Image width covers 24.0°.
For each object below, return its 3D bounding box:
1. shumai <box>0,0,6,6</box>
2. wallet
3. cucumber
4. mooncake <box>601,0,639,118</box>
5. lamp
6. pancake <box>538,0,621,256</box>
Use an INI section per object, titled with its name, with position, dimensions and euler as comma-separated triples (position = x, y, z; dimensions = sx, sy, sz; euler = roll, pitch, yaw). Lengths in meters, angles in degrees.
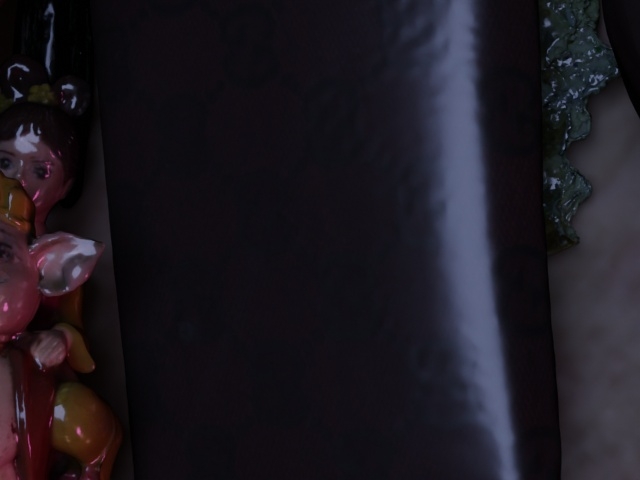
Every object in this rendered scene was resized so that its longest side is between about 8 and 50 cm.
[shumai]
position = -0.200, -0.078, 0.563
dimensions = 0.189, 0.256, 0.218
euler = 10, 108, -9
[wallet]
position = 0.000, 0.000, 0.554
dimensions = 0.181, 0.049, 0.229
euler = -6, 85, 26
[cucumber]
position = -0.110, -0.079, 0.617
dimensions = 0.033, 0.034, 0.135
euler = 1, 83, 11
[mooncake]
position = 0.224, -0.105, 0.467
dimensions = 0.306, 0.154, 0.306
euler = -3, 80, 18
[lamp]
position = -0.127, 0.056, 0.554
dimensions = 0.118, 0.118, 0.253
euler = 14, 92, 17
[pancake]
position = 0.055, -0.055, 0.572
dimensions = 0.116, 0.022, 0.130
euler = 16, 87, 21
